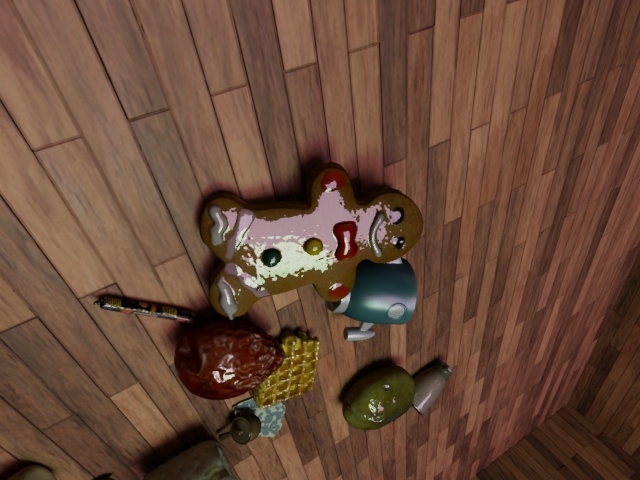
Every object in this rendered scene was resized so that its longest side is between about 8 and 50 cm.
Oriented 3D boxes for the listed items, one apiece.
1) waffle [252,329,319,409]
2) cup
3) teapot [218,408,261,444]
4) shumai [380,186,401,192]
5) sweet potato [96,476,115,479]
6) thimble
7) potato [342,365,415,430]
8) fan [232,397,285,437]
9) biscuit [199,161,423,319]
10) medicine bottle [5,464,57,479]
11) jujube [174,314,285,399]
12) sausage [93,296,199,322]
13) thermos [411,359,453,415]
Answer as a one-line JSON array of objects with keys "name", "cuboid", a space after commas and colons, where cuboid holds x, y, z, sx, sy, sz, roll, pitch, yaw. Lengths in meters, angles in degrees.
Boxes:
[{"name": "waffle", "cuboid": [-0.085, 0.307, 1.018, 0.160, 0.055, 0.211, -12, 127, -28]}, {"name": "cup", "cuboid": [0.104, 0.112, 0.943, 0.173, 0.167, 0.299, 4, 118, -20]}, {"name": "teapot", "cuboid": [-0.207, 0.471, 1.047, 0.110, 0.085, 0.080, -27, 163, 20]}, {"name": "shumai", "cuboid": [0.139, -0.067, 0.900, 0.099, 0.124, 0.087, 31, 58, -45]}, {"name": "sweet potato", "cuboid": [-0.538, 0.580, 0.900, 0.182, 0.054, 0.053, -22, 140, -24]}, {"name": "thimble", "cuboid": [-0.274, 0.638, 0.960, 0.195, 0.291, 0.291, -25, 132, -20]}, {"name": "potato", "cuboid": [0.182, 0.484, 1.270, 0.228, 0.148, 0.197, 5, 131, -40]}, {"name": "fan", "cuboid": [-0.160, 0.478, 1.120, 0.131, 0.009, 0.240, -36, 134, -9]}, {"name": "biscuit", "cuboid": [0.000, 0.001, 0.773, 0.432, 0.064, 0.283, -8, 116, -13]}, {"name": "medicine bottle", "cuboid": [-0.627, 0.544, 0.769, 0.252, 0.114, 0.114, -35, 134, -9]}, {"name": "jujube", "cuboid": [-0.176, 0.237, 0.847, 0.236, 0.168, 0.168, 19, 109, -53]}, {"name": "sausage", "cuboid": [-0.308, 0.128, 0.755, 0.198, 0.028, 0.025, 21, 80, -41]}, {"name": "thermos", "cuboid": [0.383, 0.509, 1.470, 0.193, 0.105, 0.137, -43, 161, -11]}]
